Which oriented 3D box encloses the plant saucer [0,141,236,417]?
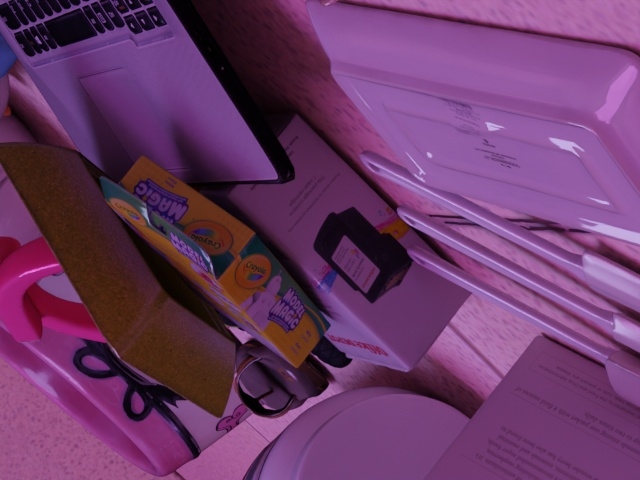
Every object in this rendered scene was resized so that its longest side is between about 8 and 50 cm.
[{"bbox_3d":[-0.129,0.019,1.312,0.188,0.045,0.188,56,-175,26],"label":"plant saucer"}]

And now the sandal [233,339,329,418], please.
[{"bbox_3d":[-0.048,0.147,1.884,0.090,0.060,0.219,42,166,-8],"label":"sandal"}]

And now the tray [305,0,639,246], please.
[{"bbox_3d":[0.096,-0.051,0.952,0.145,0.030,0.270,50,163,-31],"label":"tray"}]

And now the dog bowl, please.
[{"bbox_3d":[-0.256,0.101,2.105,0.408,0.150,0.408,37,166,10],"label":"dog bowl"}]

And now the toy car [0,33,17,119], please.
[{"bbox_3d":[-0.347,-0.141,1.593,0.210,0.219,0.238,39,-165,3],"label":"toy car"}]

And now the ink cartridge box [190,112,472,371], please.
[{"bbox_3d":[0.000,0.000,1.270,0.175,0.072,0.127,44,167,-18],"label":"ink cartridge box"}]

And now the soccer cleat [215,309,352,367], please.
[{"bbox_3d":[-0.048,0.055,1.569,0.179,0.072,0.060,44,166,-18],"label":"soccer cleat"}]

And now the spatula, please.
[{"bbox_3d":[0.133,0.033,1.117,0.242,0.019,0.168,27,164,27],"label":"spatula"}]

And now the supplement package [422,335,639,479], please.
[{"bbox_3d":[0.143,0.246,1.210,0.177,0.293,0.175,28,162,42],"label":"supplement package"}]

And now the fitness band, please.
[{"bbox_3d":[-0.180,0.043,1.676,0.209,0.054,0.291,-1,161,-1],"label":"fitness band"}]

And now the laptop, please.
[{"bbox_3d":[-0.273,-0.143,1.168,0.408,0.236,0.382,57,163,-13],"label":"laptop"}]

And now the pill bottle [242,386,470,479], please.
[{"bbox_3d":[0.040,0.237,1.627,0.210,0.210,0.363,39,166,2],"label":"pill bottle"}]

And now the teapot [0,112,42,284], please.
[{"bbox_3d":[-0.328,-0.018,1.773,0.187,0.256,0.252,17,143,23],"label":"teapot"}]

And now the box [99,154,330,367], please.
[{"bbox_3d":[-0.068,0.011,1.211,0.105,0.043,0.179,34,173,28],"label":"box"}]

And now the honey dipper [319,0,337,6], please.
[{"bbox_3d":[-0.040,-0.179,0.907,0.161,0.030,0.030,46,165,-18],"label":"honey dipper"}]
